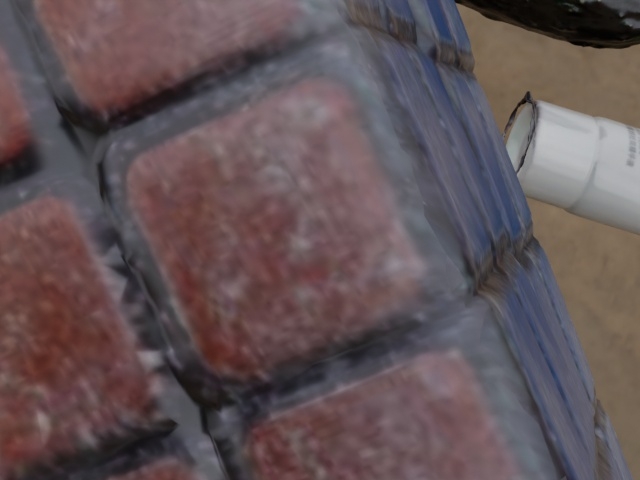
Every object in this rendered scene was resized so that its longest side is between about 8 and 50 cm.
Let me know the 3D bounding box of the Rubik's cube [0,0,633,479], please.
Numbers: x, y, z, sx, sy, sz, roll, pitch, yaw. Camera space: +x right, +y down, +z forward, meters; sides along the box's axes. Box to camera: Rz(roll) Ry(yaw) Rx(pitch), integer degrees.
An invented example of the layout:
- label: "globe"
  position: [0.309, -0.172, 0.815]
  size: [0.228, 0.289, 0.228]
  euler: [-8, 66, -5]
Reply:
- label: "Rubik's cube"
  position: [-0.077, 0.068, 0.613]
  size: [0.344, 0.337, 0.344]
  euler: [-21, 90, 11]

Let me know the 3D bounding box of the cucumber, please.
- label: "cucumber"
  position: [0.062, -0.185, 0.934]
  size: [0.303, 0.081, 0.072]
  euler: [32, 19, 13]

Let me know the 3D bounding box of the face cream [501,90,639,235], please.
- label: "face cream"
  position: [0.223, -0.022, 0.944]
  size: [0.244, 0.058, 0.092]
  euler: [16, 45, -10]
